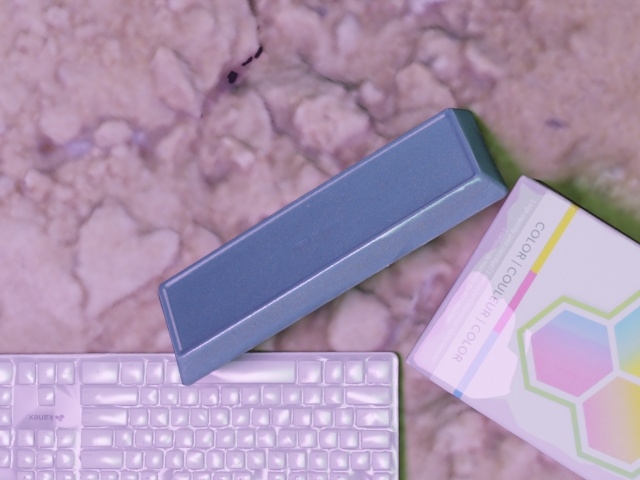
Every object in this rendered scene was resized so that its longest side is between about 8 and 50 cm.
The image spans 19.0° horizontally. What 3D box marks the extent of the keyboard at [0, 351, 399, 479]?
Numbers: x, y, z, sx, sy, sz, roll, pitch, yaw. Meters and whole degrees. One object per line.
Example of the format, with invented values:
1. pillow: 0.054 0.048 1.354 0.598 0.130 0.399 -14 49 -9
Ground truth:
1. keyboard: -0.085 0.095 1.000 0.256 0.014 0.072 -1 90 13

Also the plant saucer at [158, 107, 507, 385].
1. plant saucer: 0.000 0.000 0.960 0.192 0.018 0.067 -32 44 12

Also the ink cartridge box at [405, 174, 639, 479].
1. ink cartridge box: 0.159 0.068 0.919 0.209 0.062 0.109 33 96 10
